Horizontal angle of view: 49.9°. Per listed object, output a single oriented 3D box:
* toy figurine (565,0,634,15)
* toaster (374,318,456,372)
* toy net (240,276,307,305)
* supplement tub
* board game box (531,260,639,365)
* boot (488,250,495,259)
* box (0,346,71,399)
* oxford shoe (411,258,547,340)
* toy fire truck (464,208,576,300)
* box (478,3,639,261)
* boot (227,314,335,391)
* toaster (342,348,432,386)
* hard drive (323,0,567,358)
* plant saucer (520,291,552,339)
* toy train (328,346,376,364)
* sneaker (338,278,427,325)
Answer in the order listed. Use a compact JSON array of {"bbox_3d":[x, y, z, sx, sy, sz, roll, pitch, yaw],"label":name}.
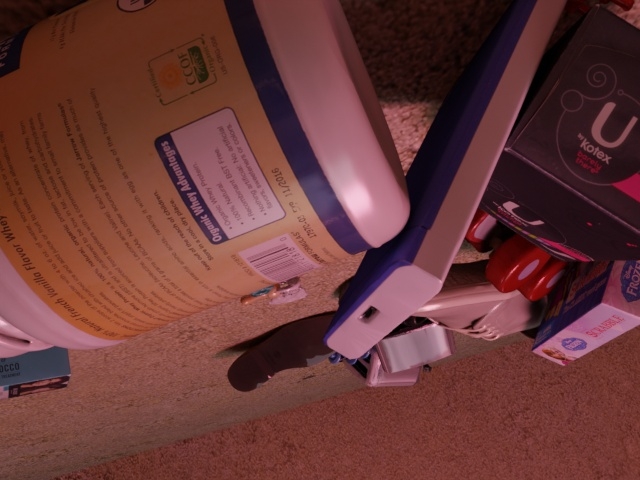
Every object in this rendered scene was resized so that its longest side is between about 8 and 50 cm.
[{"bbox_3d":[0.343,-0.248,0.557,0.217,0.191,0.362,-47,160,1],"label":"toy figurine"},{"bbox_3d":[0.186,0.176,1.440,0.167,0.186,0.110,-19,117,3],"label":"toaster"},{"bbox_3d":[-0.092,0.068,1.142,0.122,0.045,0.232,-31,158,31],"label":"toy net"},{"bbox_3d":[-0.117,-0.057,0.486,0.316,0.229,0.228,-21,160,11],"label":"supplement tub"},{"bbox_3d":[0.448,0.011,1.064,0.065,0.318,0.319,24,161,8],"label":"board game box"},{"bbox_3d":[0.368,0.003,1.298,0.197,0.073,0.152,0,159,-34],"label":"boot"},{"bbox_3d":[-0.566,0.240,1.192,0.244,0.060,0.100,-6,158,-27],"label":"box"},{"bbox_3d":[0.260,0.105,1.145,0.169,0.130,0.449,13,-171,41],"label":"oxford shoe"},{"bbox_3d":[0.305,-0.066,0.967,0.254,0.169,0.302,-51,149,15],"label":"toy fire truck"},{"bbox_3d":[0.246,-0.079,0.660,0.143,0.165,0.270,-57,177,-1],"label":"box"},{"bbox_3d":[-0.073,0.242,1.603,0.305,0.112,0.115,-26,-171,14],"label":"boot"},{"bbox_3d":[0.153,0.284,1.704,0.146,0.227,0.129,0,111,-29],"label":"toaster"},{"bbox_3d":[0.109,-0.063,0.610,0.040,0.319,0.210,30,152,-1],"label":"hard drive"},{"bbox_3d":[0.496,0.070,1.289,0.050,0.311,0.310,38,137,-16],"label":"plant saucer"},{"bbox_3d":[0.076,0.224,1.610,0.080,0.105,0.184,9,149,-38],"label":"toy train"},{"bbox_3d":[0.142,0.112,1.321,0.109,0.130,0.286,-1,157,-41],"label":"sneaker"}]
